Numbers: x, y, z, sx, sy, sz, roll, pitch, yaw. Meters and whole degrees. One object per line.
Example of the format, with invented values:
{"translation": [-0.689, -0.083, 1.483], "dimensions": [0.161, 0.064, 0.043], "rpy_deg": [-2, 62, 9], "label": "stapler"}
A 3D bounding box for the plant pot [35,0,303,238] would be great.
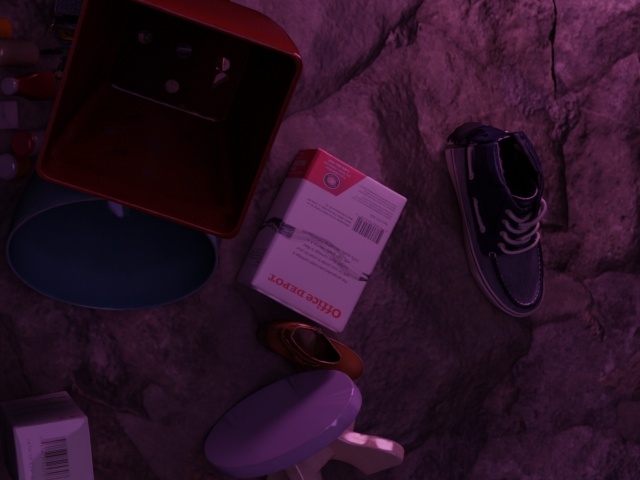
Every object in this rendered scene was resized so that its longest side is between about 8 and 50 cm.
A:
{"translation": [-0.185, -0.204, 1.624], "dimensions": [0.267, 0.236, 0.267], "rpy_deg": [19, 118, -9], "label": "plant pot"}

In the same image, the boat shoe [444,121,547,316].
{"translation": [0.308, -0.026, 2.043], "dimensions": [0.127, 0.158, 0.341], "rpy_deg": [-25, 102, -16], "label": "boat shoe"}

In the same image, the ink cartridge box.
{"translation": [0.000, 0.000, 1.963], "dimensions": [0.172, 0.100, 0.237], "rpy_deg": [29, 83, -20], "label": "ink cartridge box"}

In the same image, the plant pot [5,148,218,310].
{"translation": [-0.289, -0.055, 1.788], "dimensions": [0.290, 0.290, 0.196], "rpy_deg": [11, 54, -20], "label": "plant pot"}

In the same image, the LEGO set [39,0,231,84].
{"translation": [-0.248, -0.355, 1.831], "dimensions": [0.331, 0.192, 0.255], "rpy_deg": [-1, 76, -6], "label": "LEGO set"}

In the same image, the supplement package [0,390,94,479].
{"translation": [-0.394, 0.289, 1.800], "dimensions": [0.105, 0.179, 0.105], "rpy_deg": [-7, 97, -20], "label": "supplement package"}

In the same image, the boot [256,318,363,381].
{"translation": [0.004, 0.177, 1.948], "dimensions": [0.197, 0.152, 0.073], "rpy_deg": [21, 79, -21], "label": "boot"}

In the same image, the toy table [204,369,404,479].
{"translation": [-0.022, 0.318, 1.923], "dimensions": [0.161, 0.274, 0.252], "rpy_deg": [51, 44, -27], "label": "toy table"}

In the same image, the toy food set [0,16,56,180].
{"translation": [-0.444, -0.199, 1.759], "dimensions": [0.111, 0.104, 0.232], "rpy_deg": [0, 96, 24], "label": "toy food set"}
